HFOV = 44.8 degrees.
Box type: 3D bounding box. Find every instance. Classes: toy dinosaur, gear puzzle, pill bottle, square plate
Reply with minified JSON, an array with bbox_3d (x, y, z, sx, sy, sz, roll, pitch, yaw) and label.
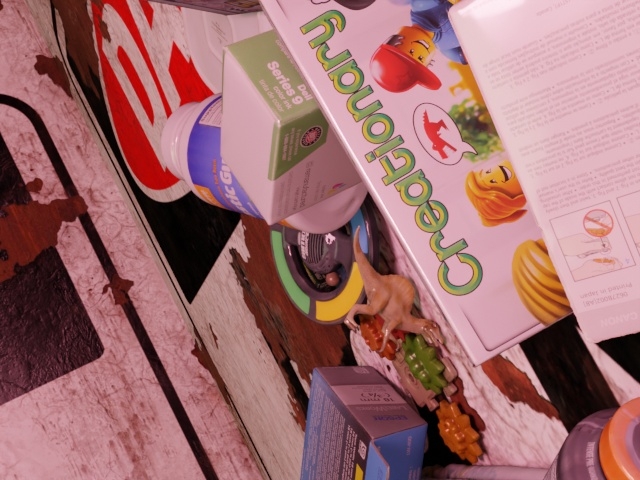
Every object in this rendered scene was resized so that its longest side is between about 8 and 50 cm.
[{"bbox_3d":[0.070,0.073,0.945,0.183,0.092,0.053,49,169,-14],"label":"toy dinosaur"},{"bbox_3d":[0.106,0.154,1.048,0.339,0.044,0.175,58,158,18],"label":"gear puzzle"},{"bbox_3d":[0.253,0.226,0.654,0.130,0.130,0.245,51,156,32],"label":"pill bottle"},{"bbox_3d":[-0.080,-0.105,0.966,0.272,0.152,0.152,16,130,45],"label":"pill bottle"},{"bbox_3d":[-0.120,-0.293,1.079,0.347,0.049,0.344,49,154,36],"label":"square plate"}]

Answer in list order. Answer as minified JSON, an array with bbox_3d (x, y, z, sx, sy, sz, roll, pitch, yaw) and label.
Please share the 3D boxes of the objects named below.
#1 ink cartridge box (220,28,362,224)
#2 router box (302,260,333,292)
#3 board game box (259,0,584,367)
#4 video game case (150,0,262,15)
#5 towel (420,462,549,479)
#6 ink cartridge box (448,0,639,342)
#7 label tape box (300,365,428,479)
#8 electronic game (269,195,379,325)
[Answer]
[{"bbox_3d":[0.026,-0.125,0.682,0.093,0.212,0.154,54,157,20],"label":"ink cartridge box"},{"bbox_3d":[-0.024,0.035,1.238,0.122,0.038,0.092,56,159,21],"label":"router box"},{"bbox_3d":[0.111,-0.092,0.538,0.305,0.193,0.053,60,-178,11],"label":"board game box"},{"bbox_3d":[-0.123,-0.267,0.772,0.275,0.248,0.035,14,102,49],"label":"video game case"},{"bbox_3d":[0.259,0.425,0.938,0.320,0.090,0.374,65,160,8],"label":"towel"},{"bbox_3d":[0.197,-0.070,0.437,0.181,0.056,0.224,-21,99,35],"label":"ink cartridge box"},{"bbox_3d":[0.068,0.343,1.078,0.334,0.106,0.240,-145,59,-70],"label":"label tape box"},{"bbox_3d":[0.000,0.000,1.034,0.229,0.048,0.229,15,109,52],"label":"electronic game"}]
